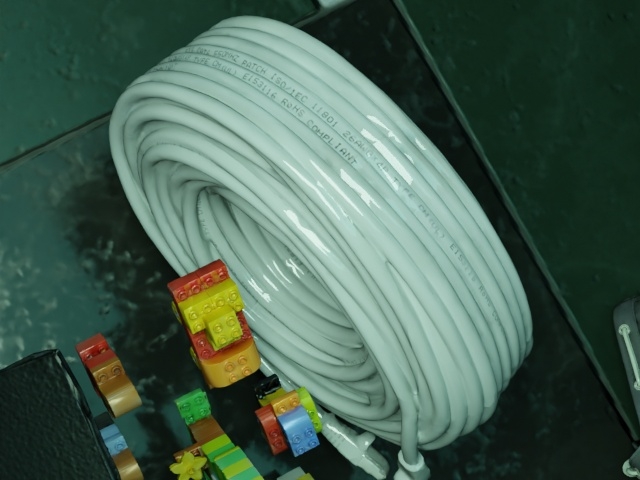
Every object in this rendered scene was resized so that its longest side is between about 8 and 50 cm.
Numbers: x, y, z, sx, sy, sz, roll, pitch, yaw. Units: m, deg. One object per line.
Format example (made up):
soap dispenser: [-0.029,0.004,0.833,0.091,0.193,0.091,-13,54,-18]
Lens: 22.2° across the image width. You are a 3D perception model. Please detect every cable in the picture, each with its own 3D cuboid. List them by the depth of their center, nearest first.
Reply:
cable: [0.000,0.000,0.864,0.257,0.257,0.089,44,69,9]

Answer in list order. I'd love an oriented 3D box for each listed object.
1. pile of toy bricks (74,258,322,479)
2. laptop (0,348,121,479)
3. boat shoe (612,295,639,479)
pile of toy bricks: [-0.044,0.128,0.865,0.118,0.105,0.212,-27,122,-13]
laptop: [-0.191,0.206,0.648,0.264,0.136,0.234,-22,94,18]
boat shoe: [0.223,0.131,1.021,0.065,0.075,0.206,-7,87,26]
